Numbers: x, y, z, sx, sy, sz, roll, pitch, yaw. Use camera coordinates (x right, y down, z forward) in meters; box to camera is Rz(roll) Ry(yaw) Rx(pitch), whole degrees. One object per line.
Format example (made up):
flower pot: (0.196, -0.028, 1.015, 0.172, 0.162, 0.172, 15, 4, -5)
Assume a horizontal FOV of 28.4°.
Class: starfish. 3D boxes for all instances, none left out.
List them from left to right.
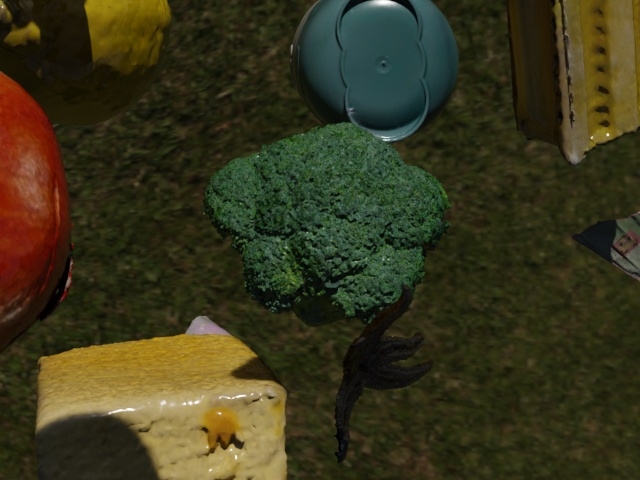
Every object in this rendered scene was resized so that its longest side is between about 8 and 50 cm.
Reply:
starfish: (0.031, 0.098, 0.918, 0.130, 0.041, 0.133, -59, 147, -16)

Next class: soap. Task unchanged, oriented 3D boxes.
soap: (0.220, -0.193, 1.024, 0.135, 0.076, 0.233, -22, 116, -25)

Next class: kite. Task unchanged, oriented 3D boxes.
kite: (0.345, -0.034, 1.172, 0.229, 0.012, 0.250, -12, 118, -1)

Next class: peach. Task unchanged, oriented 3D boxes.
peach: (-0.407, -0.015, 1.159, 0.370, 0.370, 0.370, 1, 89, -30)

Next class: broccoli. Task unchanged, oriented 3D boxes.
broccoli: (0.000, 0.000, 1.419, 0.269, 0.269, 0.254, 49, 52, -20)

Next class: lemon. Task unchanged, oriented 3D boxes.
lemon: (-0.336, -0.282, 1.675, 0.285, 0.316, 0.285, -2, 123, -3)

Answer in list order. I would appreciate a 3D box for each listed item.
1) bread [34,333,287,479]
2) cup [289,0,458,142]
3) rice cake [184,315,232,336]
bread: (-0.127, 0.146, 0.959, 0.184, 0.274, 0.114, -6, 94, -12)
cup: (0.068, -0.272, 1.694, 0.219, 0.257, 0.290, -6, 100, -2)
rice cake: (-0.249, 0.277, 1.782, 0.070, 0.064, 0.399, 28, 69, 12)
